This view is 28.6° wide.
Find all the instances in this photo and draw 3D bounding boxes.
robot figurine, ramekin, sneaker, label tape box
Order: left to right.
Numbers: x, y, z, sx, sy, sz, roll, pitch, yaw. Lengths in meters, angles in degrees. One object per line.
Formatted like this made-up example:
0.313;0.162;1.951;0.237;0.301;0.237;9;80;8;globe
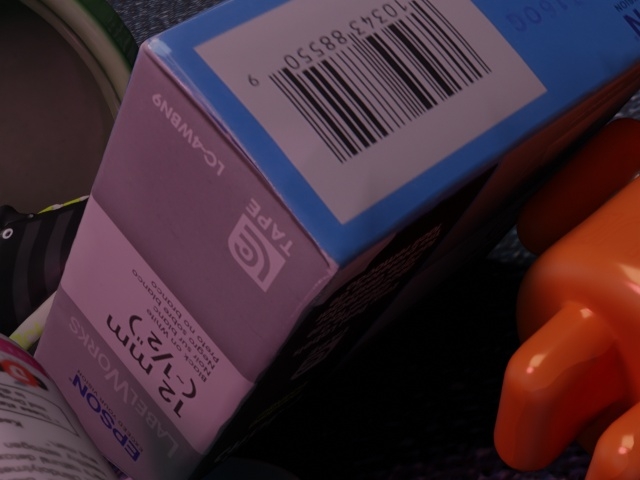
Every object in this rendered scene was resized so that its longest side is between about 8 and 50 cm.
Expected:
-0.241;-0.053;0.794;0.303;0.303;0.148;-21;18;7;ramekin
-0.138;0.002;0.689;0.235;0.097;0.084;-46;-15;1;sneaker
0.000;0.000;0.607;0.249;0.115;0.348;-34;-14;-35;label tape box
0.166;0.023;0.486;0.219;0.128;0.158;-37;22;-22;robot figurine

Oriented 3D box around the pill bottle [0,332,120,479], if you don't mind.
-0.105;0.153;0.387;0.160;0.160;0.283;-32;39;-16;pill bottle

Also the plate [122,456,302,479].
-0.080;0.164;0.542;0.188;0.024;0.188;-19;25;9;plate
